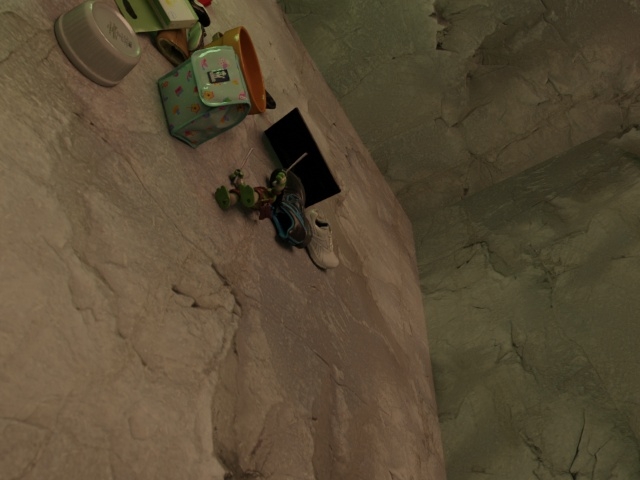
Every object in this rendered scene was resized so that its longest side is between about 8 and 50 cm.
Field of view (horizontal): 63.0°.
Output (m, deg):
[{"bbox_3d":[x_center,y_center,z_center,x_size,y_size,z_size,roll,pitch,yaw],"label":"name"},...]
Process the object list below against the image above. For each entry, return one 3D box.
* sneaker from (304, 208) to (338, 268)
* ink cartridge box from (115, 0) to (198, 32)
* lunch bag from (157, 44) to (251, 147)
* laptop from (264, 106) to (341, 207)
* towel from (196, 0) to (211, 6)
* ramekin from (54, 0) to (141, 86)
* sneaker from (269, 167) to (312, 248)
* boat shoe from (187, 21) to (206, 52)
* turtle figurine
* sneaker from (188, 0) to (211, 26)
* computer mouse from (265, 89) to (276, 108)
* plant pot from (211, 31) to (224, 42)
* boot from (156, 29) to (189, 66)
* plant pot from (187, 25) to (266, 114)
[{"bbox_3d":[0.000,0.000,2.114,0.297,0.129,0.111,53,21,-30],"label":"sneaker"},{"bbox_3d":[-0.533,-0.763,1.680,0.235,0.056,0.171,-30,91,-47],"label":"ink cartridge box"},{"bbox_3d":[-0.346,-0.447,1.600,0.160,0.262,0.224,23,46,-61],"label":"lunch bag"},{"bbox_3d":[-0.048,-0.370,2.307,0.236,0.407,0.382,-34,98,-36],"label":"laptop"},{"bbox_3d":[-0.565,-1.105,2.190,0.275,0.031,0.199,53,25,-23],"label":"towel"},{"bbox_3d":[-0.567,-0.521,1.361,0.207,0.109,0.207,51,23,-32],"label":"ramekin"},{"bbox_3d":[-0.127,-0.139,1.974,0.139,0.125,0.341,19,46,-57],"label":"sneaker"},{"bbox_3d":[-0.457,-0.757,1.973,0.065,0.075,0.206,43,24,-39],"label":"boat shoe"},{"bbox_3d":[-0.220,-0.201,1.724,0.197,0.275,0.266,31,22,10],"label":"turtle figurine"},{"bbox_3d":[-0.516,-0.884,1.995,0.217,0.079,0.121,43,34,-34],"label":"sneaker"},{"bbox_3d":[-0.288,-0.684,2.334,0.262,0.060,0.184,49,26,-7],"label":"computer mouse"},{"bbox_3d":[-0.365,-0.674,2.025,0.237,0.109,0.237,55,12,-17],"label":"plant pot"},{"bbox_3d":[-0.531,-0.757,1.771,0.236,0.089,0.270,34,39,-44],"label":"boot"},{"bbox_3d":[-0.325,-0.564,1.806,0.291,0.203,0.291,-11,90,-82],"label":"plant pot"}]
